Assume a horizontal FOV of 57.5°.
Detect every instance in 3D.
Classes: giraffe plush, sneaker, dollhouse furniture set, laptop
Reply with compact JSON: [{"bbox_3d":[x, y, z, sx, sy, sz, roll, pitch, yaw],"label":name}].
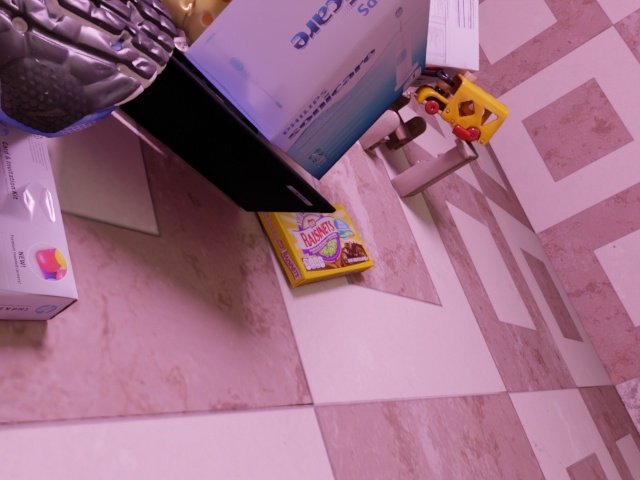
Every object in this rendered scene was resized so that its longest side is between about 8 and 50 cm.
[{"bbox_3d":[-0.099,-0.306,0.709,0.181,0.170,0.210,44,16,-28],"label":"giraffe plush"},{"bbox_3d":[-0.204,-0.154,0.393,0.129,0.147,0.330,31,19,-44],"label":"sneaker"},{"bbox_3d":[0.188,-0.234,1.200,0.242,0.161,0.212,62,26,6],"label":"dollhouse furniture set"},{"bbox_3d":[-0.111,-0.151,0.602,0.234,0.136,0.265,42,31,-33],"label":"laptop"}]

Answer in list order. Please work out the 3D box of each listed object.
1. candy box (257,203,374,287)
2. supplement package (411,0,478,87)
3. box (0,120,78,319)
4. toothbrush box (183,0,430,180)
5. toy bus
[{"bbox_3d":[0.000,0.000,0.767,0.105,0.027,0.205,61,25,12],"label":"candy box"},{"bbox_3d":[0.183,-0.410,1.193,0.203,0.194,0.150,-4,95,-32],"label":"supplement package"},{"bbox_3d":[-0.245,-0.028,0.341,0.186,0.038,0.145,12,52,-56],"label":"box"},{"bbox_3d":[0.008,-0.202,0.666,0.126,0.216,0.295,45,6,6],"label":"toothbrush box"},{"bbox_3d":[0.273,-0.281,1.155,0.191,0.104,0.202,47,24,27],"label":"toy bus"}]
